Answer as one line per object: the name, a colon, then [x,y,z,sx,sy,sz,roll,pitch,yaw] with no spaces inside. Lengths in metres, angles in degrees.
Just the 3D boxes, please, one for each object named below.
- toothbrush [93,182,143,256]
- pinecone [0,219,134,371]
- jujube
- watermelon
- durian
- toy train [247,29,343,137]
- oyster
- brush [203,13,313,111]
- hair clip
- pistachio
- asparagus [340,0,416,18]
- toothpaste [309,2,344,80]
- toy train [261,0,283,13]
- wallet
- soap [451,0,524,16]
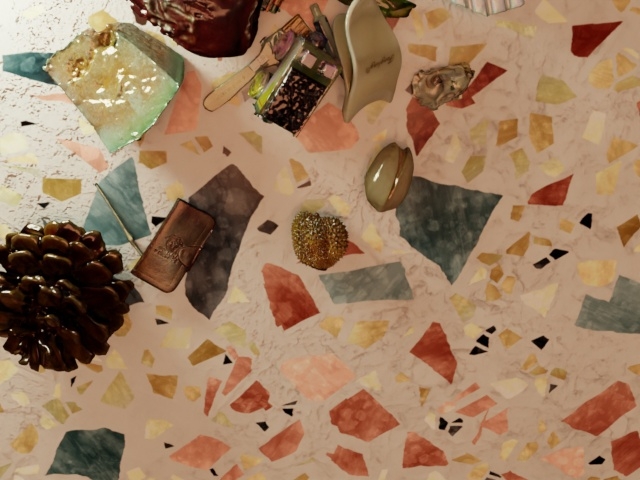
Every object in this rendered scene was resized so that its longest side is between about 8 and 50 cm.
toothbrush: [-0.531,-0.032,1.814,0.028,0.026,0.294,-35,110,-5]
pinecone: [-0.685,0.164,1.720,0.398,0.397,0.397,-1,110,-3]
jujube: [-0.296,-0.581,1.519,0.377,0.258,0.258,32,106,-19]
watermelon: [-0.476,-0.392,1.636,0.264,0.151,0.302,-41,90,15]
durian: [0.000,0.000,1.800,0.158,0.137,0.167,-1,103,19]
toy train: [-0.070,-0.385,1.612,0.134,0.177,0.260,26,112,-27]
oyster: [0.321,-0.395,1.709,0.166,0.053,0.108,-15,84,11]
brush: [-0.164,-0.437,1.685,0.337,0.020,0.085,-38,109,11]
hair clip: [0.113,-0.446,1.614,0.173,0.113,0.282,-29,112,-31]
pistachio: [0.182,-0.164,1.750,0.125,0.124,0.184,14,106,-8]
asparagus: [0.094,-0.597,1.610,0.287,0.080,0.080,21,108,-9]
toothpaste: [0.026,-0.485,1.661,0.037,0.062,0.216,-23,106,7]
toy train: [-0.111,-0.600,1.618,0.064,0.044,0.103,23,108,-22]
wallet: [-0.396,0.018,1.821,0.137,0.031,0.255,31,100,-18]
soap: [0.367,-0.681,1.582,0.173,0.095,0.289,-16,111,2]
